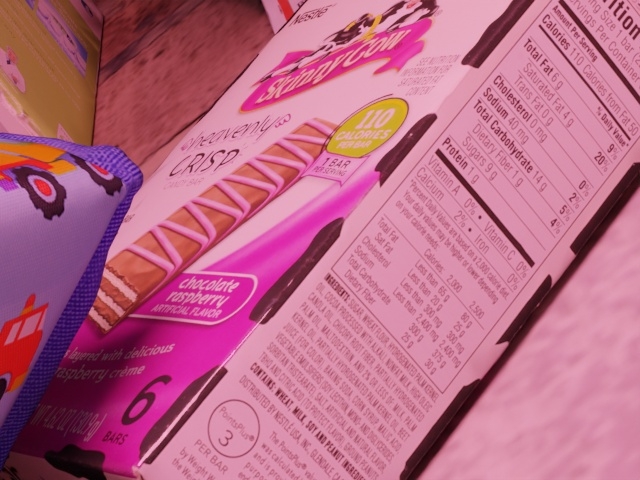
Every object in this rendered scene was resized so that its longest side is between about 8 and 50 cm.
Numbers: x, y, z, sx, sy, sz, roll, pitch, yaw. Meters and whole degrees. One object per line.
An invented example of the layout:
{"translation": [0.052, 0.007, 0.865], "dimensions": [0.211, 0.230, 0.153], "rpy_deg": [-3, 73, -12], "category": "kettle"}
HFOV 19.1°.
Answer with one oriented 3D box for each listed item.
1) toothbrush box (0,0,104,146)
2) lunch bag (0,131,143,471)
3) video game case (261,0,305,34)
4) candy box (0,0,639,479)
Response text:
{"translation": [-0.237, -0.070, 1.038], "dimensions": [0.206, 0.122, 0.283], "rpy_deg": [-33, 24, 9], "category": "toothbrush box"}
{"translation": [-0.186, 0.105, 0.469], "dimensions": [0.221, 0.138, 0.293], "rpy_deg": [-21, -48, -64], "category": "lunch bag"}
{"translation": [0.049, -0.189, 0.933], "dimensions": [0.204, 0.025, 0.285], "rpy_deg": [-38, 22, 8], "category": "video game case"}
{"translation": [0.000, 0.000, 0.597], "dimensions": [0.233, 0.071, 0.159], "rpy_deg": [-50, 23, -23], "category": "candy box"}
